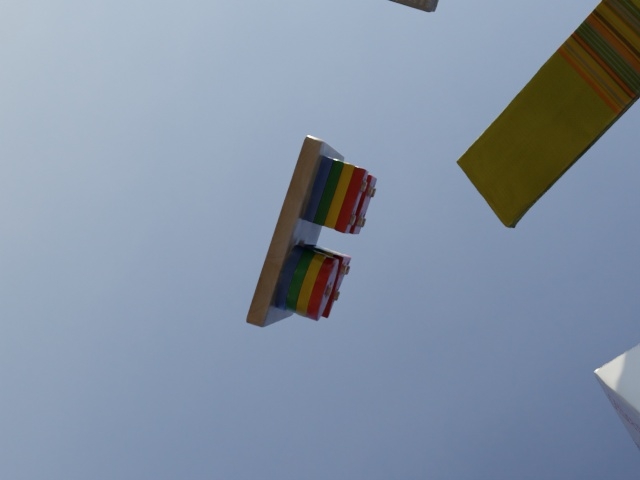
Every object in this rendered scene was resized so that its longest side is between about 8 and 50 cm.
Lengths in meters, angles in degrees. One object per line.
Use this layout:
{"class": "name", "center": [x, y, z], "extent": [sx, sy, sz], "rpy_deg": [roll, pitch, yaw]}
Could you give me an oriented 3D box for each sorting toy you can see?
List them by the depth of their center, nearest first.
{"class": "sorting toy", "center": [0.000, 0.000, 1.412], "extent": [0.257, 0.089, 0.255], "rpy_deg": [1, 107, -82]}

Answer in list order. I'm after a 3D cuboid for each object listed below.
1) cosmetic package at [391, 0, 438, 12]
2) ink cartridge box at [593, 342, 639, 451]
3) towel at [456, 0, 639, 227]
{"class": "cosmetic package", "center": [0.068, -0.434, 1.476], "extent": [0.107, 0.238, 0.127], "rpy_deg": [-100, -156, -61]}
{"class": "ink cartridge box", "center": [0.384, 0.225, 0.891], "extent": [0.121, 0.289, 0.211], "rpy_deg": [-31, -176, 3]}
{"class": "towel", "center": [0.232, -0.126, 0.948], "extent": [0.237, 0.021, 0.102], "rpy_deg": [-49, -130, 25]}
